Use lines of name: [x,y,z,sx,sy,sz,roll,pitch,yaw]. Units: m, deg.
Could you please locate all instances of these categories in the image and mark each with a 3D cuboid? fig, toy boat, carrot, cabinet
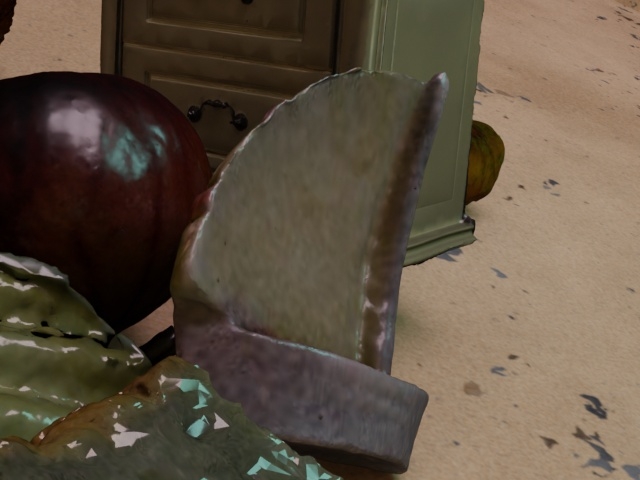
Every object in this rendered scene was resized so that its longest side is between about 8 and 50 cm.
fig: [-0.189,-0.019,0.927,0.235,0.214,0.235,15,-7,2]
toy boat: [-0.011,0.026,0.894,0.111,0.293,0.276,-3,-1,37]
carrot: [0.076,-0.086,1.424,0.302,0.114,0.114,-1,32,-48]
cabinet: [-0.028,-0.156,1.127,0.290,0.318,0.227,13,17,31]

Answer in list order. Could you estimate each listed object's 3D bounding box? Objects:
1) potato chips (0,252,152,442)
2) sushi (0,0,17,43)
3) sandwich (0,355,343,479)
potato chips: [-0.254,0.130,0.689,0.389,0.097,0.373,20,33,-9]
sushi: [-0.433,-0.269,1.334,0.296,0.167,0.179,38,5,19]
sandwich: [-0.074,0.192,0.567,0.325,0.131,0.262,-12,61,-53]
